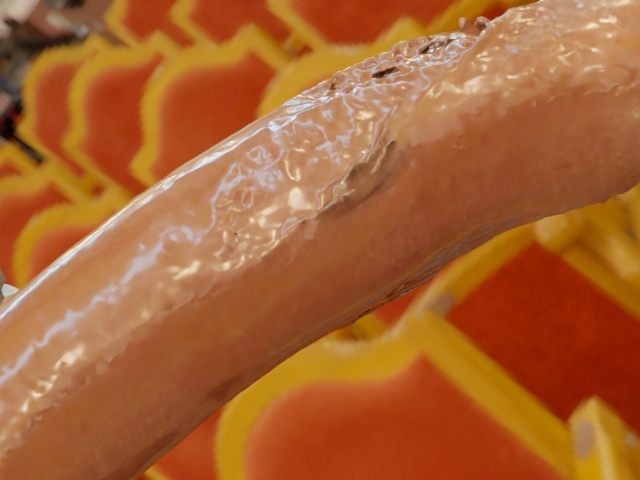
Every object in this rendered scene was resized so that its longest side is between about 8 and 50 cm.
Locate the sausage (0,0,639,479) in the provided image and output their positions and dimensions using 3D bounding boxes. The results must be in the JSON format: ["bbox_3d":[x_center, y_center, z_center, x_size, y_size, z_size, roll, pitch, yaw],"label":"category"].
[{"bbox_3d":[-0.002,-0.001,0.592,0.326,0.087,0.079,-32,-19,-10],"label":"sausage"}]

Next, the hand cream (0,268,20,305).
[{"bbox_3d":[-0.135,0.076,0.852,0.043,0.171,0.065,-12,42,10],"label":"hand cream"}]
